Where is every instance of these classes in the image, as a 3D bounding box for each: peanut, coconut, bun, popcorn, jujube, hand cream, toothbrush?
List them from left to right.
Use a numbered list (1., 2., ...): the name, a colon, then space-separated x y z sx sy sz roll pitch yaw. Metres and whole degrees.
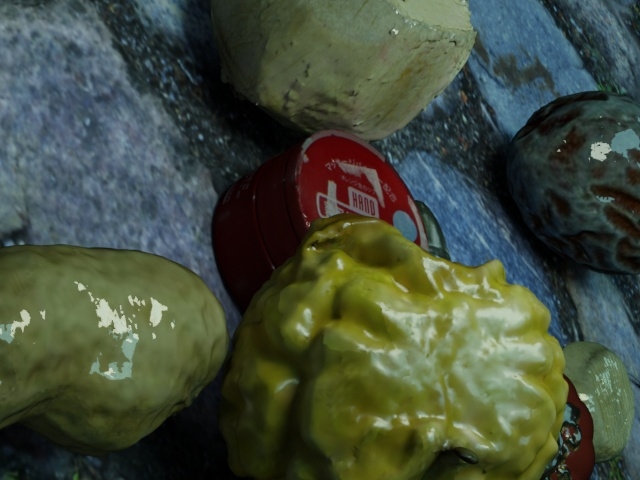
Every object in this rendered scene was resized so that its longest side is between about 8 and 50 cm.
1. peanut: -0.238 0.100 1.447 0.387 0.169 0.192 2 71 -48
2. hand cream: 0.000 0.000 1.838 0.230 0.149 0.230 28 50 -39
3. coconut: 0.012 -0.256 1.928 0.297 0.254 0.297 26 36 -21
4. popcorn: 0.058 0.149 1.626 0.349 0.382 0.349 2 82 -18
5. bun: 0.348 0.219 2.173 0.188 0.111 0.164 -34 113 -59
6. jujube: 0.402 -0.081 2.331 0.308 0.246 0.215 27 47 -32
7. toothbrush: 0.493 0.223 2.455 0.167 0.014 0.011 34 42 -38

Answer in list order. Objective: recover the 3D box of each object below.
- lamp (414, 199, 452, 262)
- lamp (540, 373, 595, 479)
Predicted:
1. lamp: 0.116 0.045 2.001 0.101 0.101 0.250 38 39 -32
2. lamp: 0.210 0.240 1.914 0.227 0.227 0.227 31 46 -38
